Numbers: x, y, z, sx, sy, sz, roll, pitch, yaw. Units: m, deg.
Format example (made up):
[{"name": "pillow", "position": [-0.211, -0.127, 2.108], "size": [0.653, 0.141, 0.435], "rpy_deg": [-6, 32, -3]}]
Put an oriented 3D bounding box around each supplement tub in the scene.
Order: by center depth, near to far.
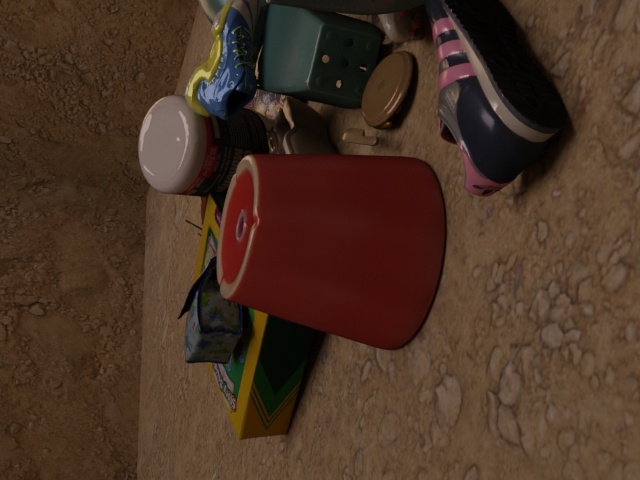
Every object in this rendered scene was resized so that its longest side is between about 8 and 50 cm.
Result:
[{"name": "supplement tub", "position": [-0.207, -0.180, 1.563], "size": [0.191, 0.272, 0.191], "rpy_deg": [-2, 87, 43]}]

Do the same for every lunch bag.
[{"name": "lunch bag", "position": [-0.191, 0.121, 1.350], "size": [0.129, 0.096, 0.151], "rpy_deg": [122, 148, -52]}]

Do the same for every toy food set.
[{"name": "toy food set", "position": [0.106, -0.229, 1.188], "size": [0.132, 0.038, 0.192], "rpy_deg": [29, 97, 64]}]

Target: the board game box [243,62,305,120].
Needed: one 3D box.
[{"name": "board game box", "position": [-0.114, -0.255, 1.698], "size": [0.165, 0.042, 0.243], "rpy_deg": [21, 102, 43]}]

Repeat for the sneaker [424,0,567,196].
[{"name": "sneaker", "position": [0.162, -0.187, 0.883], "size": [0.319, 0.112, 0.131], "rpy_deg": [-98, 29, -44]}]

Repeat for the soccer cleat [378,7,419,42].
[{"name": "soccer cleat", "position": [0.102, -0.349, 1.152], "size": [0.076, 0.068, 0.196], "rpy_deg": [-17, 44, 24]}]

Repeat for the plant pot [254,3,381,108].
[{"name": "plant pot", "position": [0.003, -0.311, 1.325], "size": [0.234, 0.166, 0.165], "rpy_deg": [-137, 58, -64]}]

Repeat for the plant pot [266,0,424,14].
[{"name": "plant pot", "position": [0.081, -0.451, 1.024], "size": [0.248, 0.252, 0.247], "rpy_deg": [125, 148, -50]}]

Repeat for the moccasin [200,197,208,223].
[{"name": "moccasin", "position": [-0.235, -0.203, 2.003], "size": [0.147, 0.139, 0.380], "rpy_deg": [-112, 26, -42]}]

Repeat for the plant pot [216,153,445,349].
[{"name": "plant pot", "position": [0.000, 0.000, 1.055], "size": [0.275, 0.243, 0.275], "rpy_deg": [-170, 90, -70]}]

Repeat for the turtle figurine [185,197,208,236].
[{"name": "turtle figurine", "position": [-0.228, -0.080, 1.786], "size": [0.234, 0.118, 0.175], "rpy_deg": [41, -142, -67]}]

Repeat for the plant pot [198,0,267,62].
[{"name": "plant pot", "position": [-0.145, -0.549, 1.734], "size": [0.271, 0.272, 0.255], "rpy_deg": [-57, 44, 49]}]

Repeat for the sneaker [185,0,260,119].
[{"name": "sneaker", "position": [-0.142, -0.320, 1.382], "size": [0.126, 0.091, 0.240], "rpy_deg": [32, 102, 29]}]

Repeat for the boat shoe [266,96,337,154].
[{"name": "boat shoe", "position": [-0.041, -0.155, 1.414], "size": [0.096, 0.117, 0.324], "rpy_deg": [-54, 24, 23]}]

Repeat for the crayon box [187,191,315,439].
[{"name": "crayon box", "position": [-0.138, 0.132, 1.462], "size": [0.363, 0.106, 0.313], "rpy_deg": [-125, 41, -48]}]
